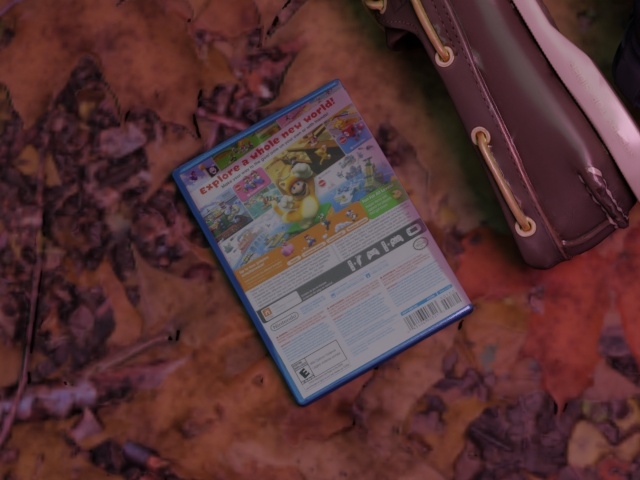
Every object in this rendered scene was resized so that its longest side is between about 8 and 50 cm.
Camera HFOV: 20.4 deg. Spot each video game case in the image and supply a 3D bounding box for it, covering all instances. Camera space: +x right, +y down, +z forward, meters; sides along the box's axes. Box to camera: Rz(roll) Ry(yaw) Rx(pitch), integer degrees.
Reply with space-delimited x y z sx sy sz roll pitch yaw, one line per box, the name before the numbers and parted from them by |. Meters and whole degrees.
video game case | 0.000 0.000 1.070 0.119 0.015 0.166 -30 76 -1

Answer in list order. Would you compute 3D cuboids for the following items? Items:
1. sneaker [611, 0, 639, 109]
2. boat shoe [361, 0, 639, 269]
sneaker | 0.264 -0.143 1.002 0.226 0.163 0.086 -24 61 -14
boat shoe | 0.081 -0.136 1.044 0.096 0.116 0.324 -34 78 11
